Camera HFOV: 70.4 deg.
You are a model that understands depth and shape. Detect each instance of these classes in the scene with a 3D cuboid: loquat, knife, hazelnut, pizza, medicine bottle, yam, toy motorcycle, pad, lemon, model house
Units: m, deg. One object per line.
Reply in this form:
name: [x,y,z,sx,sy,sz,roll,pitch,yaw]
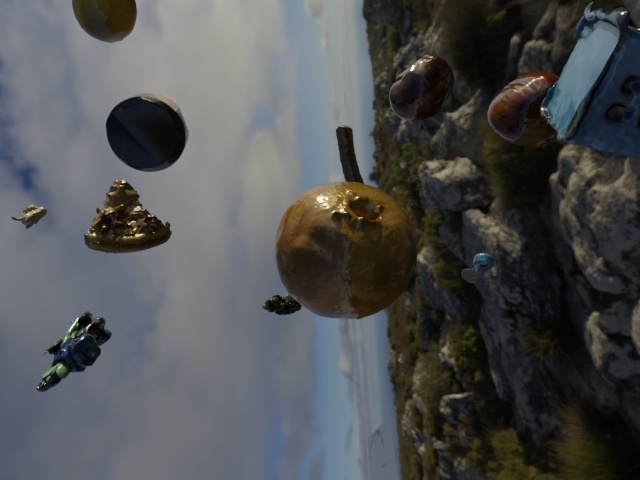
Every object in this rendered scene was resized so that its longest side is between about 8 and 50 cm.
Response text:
loquat: [0.054,0.024,1.013,0.328,0.329,0.328,-4,-90,-85]
knife: [0.419,0.083,1.237,0.244,0.058,0.032,75,-160,-71]
hazelnut: [0.594,-0.368,1.286,0.186,0.210,0.210,42,-168,-5]
hazelnut: [0.313,-0.453,1.372,0.204,0.178,0.178,-53,-3,4]
pizza: [-0.620,-0.074,1.519,0.074,0.251,0.287,133,148,-53]
medicine bottle: [-0.563,-0.375,1.545,0.395,0.243,0.242,-118,22,-71]
yam: [0.127,-0.279,1.801,0.081,0.081,0.356,-53,-49,-83]
toy motorcycle: [-0.786,0.352,1.473,0.125,0.196,0.331,54,-177,-19]
pad: [0.126,0.464,0.925,0.232,0.004,0.156,101,169,-56]
lemon: [-0.678,-0.735,1.431,0.256,0.188,0.188,126,147,-59]
model house: [0.581,-0.255,0.800,0.237,0.303,0.215,-67,-4,-57]

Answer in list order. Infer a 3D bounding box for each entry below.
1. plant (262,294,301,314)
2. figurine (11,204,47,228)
plant: [-0.125,0.220,1.555,0.174,0.087,0.085,11,-70,-53]
figurine: [-0.852,-0.077,1.332,0.047,0.051,0.083,-52,6,39]
